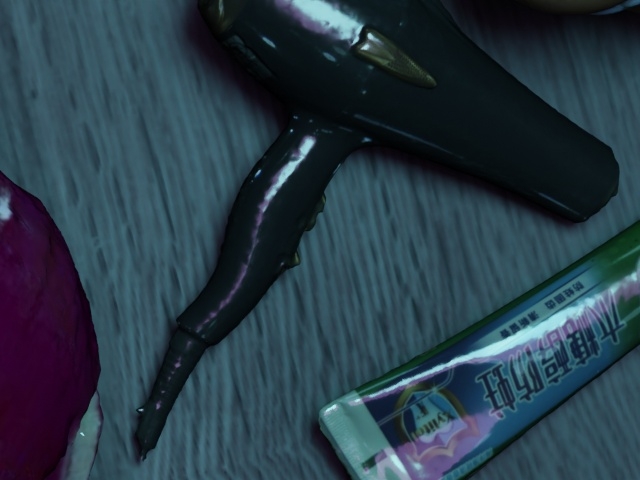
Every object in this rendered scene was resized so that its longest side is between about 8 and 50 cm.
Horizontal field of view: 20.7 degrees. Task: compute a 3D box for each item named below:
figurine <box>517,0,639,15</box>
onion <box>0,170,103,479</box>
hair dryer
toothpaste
[{"bbox_3d":[0.295,-0.196,1.117,0.388,0.248,0.276,29,83,-2],"label":"figurine"},{"bbox_3d":[-0.296,0.024,0.960,0.398,0.398,0.420,16,51,-9],"label":"onion"},{"bbox_3d":[0.000,0.000,1.138,0.304,0.120,0.359,31,90,-20],"label":"hair dryer"},{"bbox_3d":[0.180,0.047,1.163,0.392,0.061,0.098,-34,98,-11],"label":"toothpaste"}]
